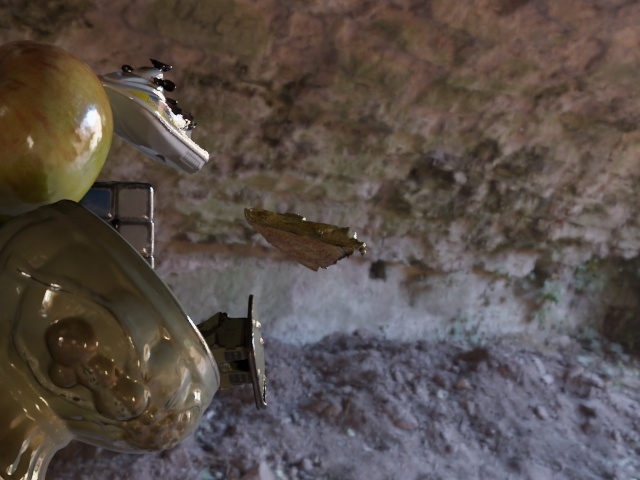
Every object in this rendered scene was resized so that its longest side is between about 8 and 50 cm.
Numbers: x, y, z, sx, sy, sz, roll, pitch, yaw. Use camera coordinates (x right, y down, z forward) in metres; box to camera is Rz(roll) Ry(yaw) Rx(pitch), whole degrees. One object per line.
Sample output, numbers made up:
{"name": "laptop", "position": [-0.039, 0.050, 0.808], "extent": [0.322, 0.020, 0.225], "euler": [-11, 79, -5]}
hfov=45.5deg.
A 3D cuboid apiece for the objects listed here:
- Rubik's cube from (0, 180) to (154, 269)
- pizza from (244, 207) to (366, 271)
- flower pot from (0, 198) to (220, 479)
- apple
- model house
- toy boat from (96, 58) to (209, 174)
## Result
{"name": "Rubik's cube", "position": [-0.433, 0.040, 1.252], "extent": [0.292, 0.287, 0.292], "euler": [0, 5, -22]}
{"name": "pizza", "position": [0.000, 0.000, 1.760], "extent": [0.287, 0.075, 0.280], "euler": [6, -25, 39]}
{"name": "flower pot", "position": [-0.279, 0.137, 0.798], "extent": [0.307, 0.308, 0.244], "euler": [22, 55, 43]}
{"name": "apple", "position": [-0.381, -0.136, 0.962], "extent": [0.260, 0.261, 0.194], "euler": [20, -32, 35]}
{"name": "model house", "position": [-0.266, 0.261, 1.707], "extent": [0.278, 0.219, 0.205], "euler": [-6, 33, 1]}
{"name": "toy boat", "position": [-0.278, -0.212, 1.268], "extent": [0.140, 0.141, 0.269], "euler": [16, -24, 18]}
